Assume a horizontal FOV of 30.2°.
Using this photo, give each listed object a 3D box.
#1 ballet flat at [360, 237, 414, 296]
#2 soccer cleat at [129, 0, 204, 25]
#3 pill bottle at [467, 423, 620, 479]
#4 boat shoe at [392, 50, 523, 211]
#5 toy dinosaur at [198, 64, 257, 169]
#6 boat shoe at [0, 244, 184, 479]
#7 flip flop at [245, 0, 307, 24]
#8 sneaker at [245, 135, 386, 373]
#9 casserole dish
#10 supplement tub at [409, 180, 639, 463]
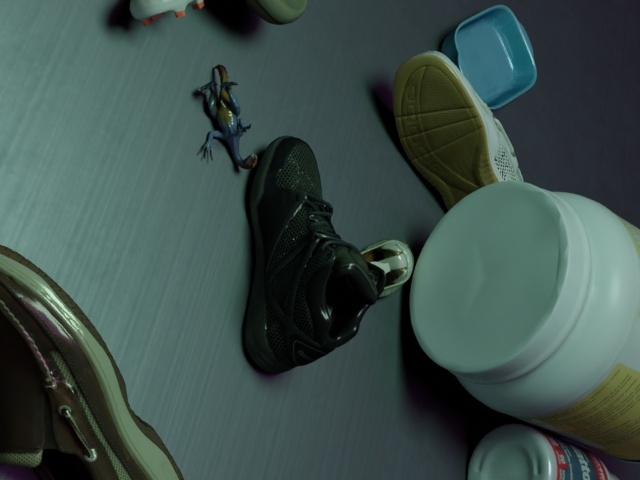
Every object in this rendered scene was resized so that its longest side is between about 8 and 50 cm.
[{"bbox_3d":[0.058,0.032,1.193,0.168,0.052,0.057,-22,94,-51],"label":"ballet flat"},{"bbox_3d":[-0.125,-0.256,1.074,0.196,0.068,0.076,-57,133,-51],"label":"soccer cleat"},{"bbox_3d":[0.253,0.269,1.288,0.180,0.108,0.107,25,58,-42],"label":"pill bottle"},{"bbox_3d":[0.164,-0.107,1.335,0.277,0.098,0.096,61,35,-31],"label":"boat shoe"},{"bbox_3d":[-0.078,-0.109,1.100,0.090,0.047,0.082,-70,147,-49],"label":"toy dinosaur"},{"bbox_3d":[-0.191,0.124,0.844,0.257,0.095,0.095,57,48,-18],"label":"boat shoe"},{"bbox_3d":[-0.065,-0.298,1.043,0.277,0.080,0.112,53,40,-47],"label":"flip flop"},{"bbox_3d":[0.000,0.000,1.080,0.087,0.130,0.227,28,55,-42],"label":"sneaker"},{"bbox_3d":[0.206,-0.223,1.469,0.188,0.037,0.114,-34,103,-48],"label":"casserole dish"},{"bbox_3d":[0.281,0.091,1.270,0.331,0.241,0.241,26,58,-37],"label":"supplement tub"}]
